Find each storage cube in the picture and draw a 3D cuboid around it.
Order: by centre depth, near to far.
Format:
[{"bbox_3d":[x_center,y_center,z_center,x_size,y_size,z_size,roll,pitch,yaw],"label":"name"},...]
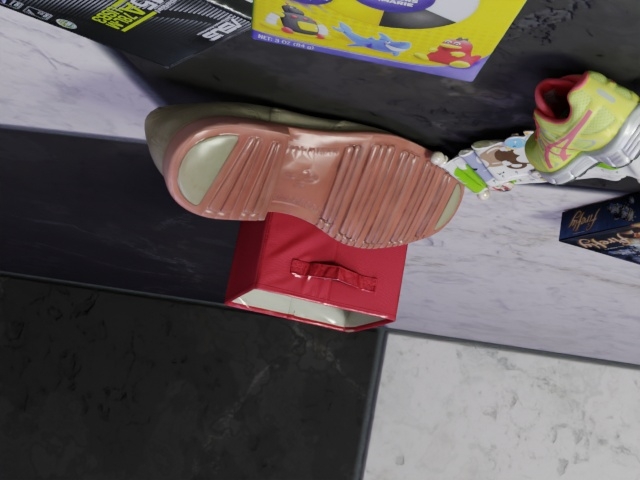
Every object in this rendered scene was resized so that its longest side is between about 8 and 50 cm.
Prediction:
[{"bbox_3d":[0.000,0.000,1.449,0.184,0.193,0.215,14,167,-14],"label":"storage cube"}]

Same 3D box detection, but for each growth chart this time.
[{"bbox_3d":[0.240,-0.084,1.243,0.237,0.021,0.172,-4,163,36],"label":"growth chart"}]

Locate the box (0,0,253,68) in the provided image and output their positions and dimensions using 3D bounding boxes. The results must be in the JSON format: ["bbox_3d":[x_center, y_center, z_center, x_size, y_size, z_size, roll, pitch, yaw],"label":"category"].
[{"bbox_3d":[-0.168,-0.212,0.972,0.184,0.045,0.191,20,165,-30],"label":"box"}]

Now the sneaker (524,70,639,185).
[{"bbox_3d":[0.230,-0.113,1.042,0.094,0.081,0.208,36,168,-8],"label":"sneaker"}]

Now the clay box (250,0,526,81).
[{"bbox_3d":[0.036,-0.141,0.518,0.127,0.053,0.222,11,169,-2],"label":"clay box"}]

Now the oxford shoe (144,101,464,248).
[{"bbox_3d":[-0.009,-0.092,1.284,0.397,0.140,0.146,12,-157,-35],"label":"oxford shoe"}]

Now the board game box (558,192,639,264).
[{"bbox_3d":[0.427,-0.013,1.375,0.165,0.042,0.243,15,167,-20],"label":"board game box"}]
